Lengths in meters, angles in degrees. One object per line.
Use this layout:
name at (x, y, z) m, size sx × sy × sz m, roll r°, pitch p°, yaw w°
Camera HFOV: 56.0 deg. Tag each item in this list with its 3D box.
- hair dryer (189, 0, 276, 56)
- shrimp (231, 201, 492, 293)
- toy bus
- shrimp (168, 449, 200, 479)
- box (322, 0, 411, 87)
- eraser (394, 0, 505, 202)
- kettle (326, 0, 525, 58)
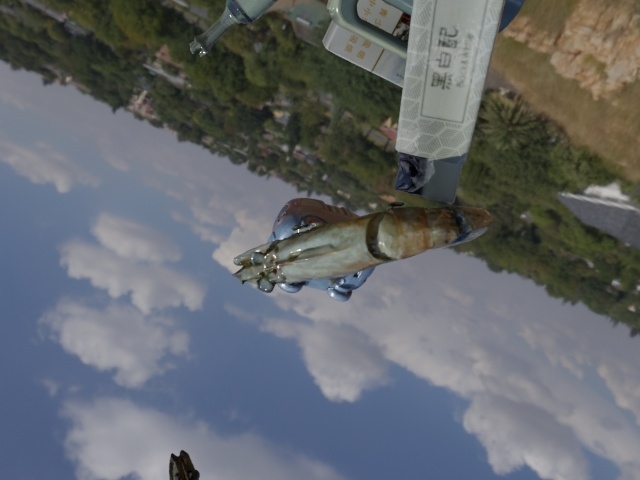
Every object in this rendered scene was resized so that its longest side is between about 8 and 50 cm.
hair dryer at (-0.020, -0.200, 0.446) m, size 0.100 × 0.198 × 0.057 m, roll 53°, pitch -166°, yaw 3°
shrimp at (0.051, 0.012, 0.822) m, size 0.360 × 0.085 × 0.247 m, roll -13°, pitch 173°, yaw 11°
toy bus at (0.000, 0.000, 1.520) m, size 0.294 × 0.197 × 0.231 m, roll 11°, pitch -146°, yaw -20°
shrimp at (-0.196, 0.480, 0.928) m, size 0.058 × 0.169 × 0.296 m, roll -5°, pitch -113°, yaw -40°
box at (0.140, -0.336, 0.984) m, size 0.233 × 0.149 × 0.067 m, roll 22°, pitch -151°, yaw -17°
eraser at (0.152, -0.212, 0.718) m, size 0.098 × 0.096 × 0.404 m, roll 13°, pitch 146°, yaw 11°
kettle at (0.136, -0.356, 0.817) m, size 0.243 × 0.210 × 0.160 m, roll 8°, pitch -157°, yaw -26°
